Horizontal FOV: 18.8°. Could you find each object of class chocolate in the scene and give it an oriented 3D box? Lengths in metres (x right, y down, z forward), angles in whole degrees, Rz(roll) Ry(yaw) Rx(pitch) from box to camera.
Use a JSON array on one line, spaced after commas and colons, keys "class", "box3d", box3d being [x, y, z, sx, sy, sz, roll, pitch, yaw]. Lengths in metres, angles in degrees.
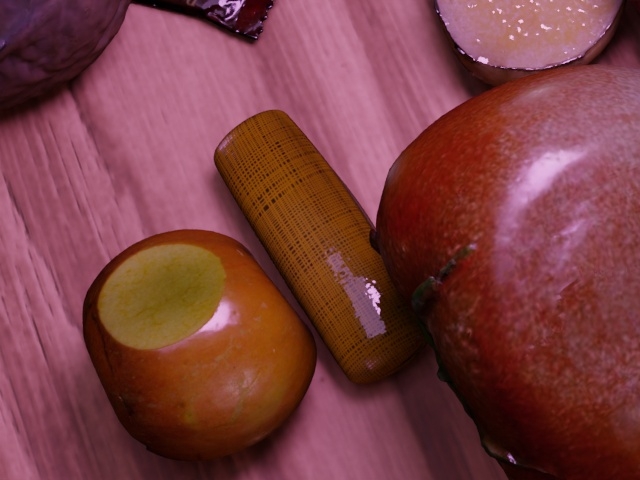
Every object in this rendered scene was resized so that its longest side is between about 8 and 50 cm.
[{"class": "chocolate", "box3d": [-0.115, -0.221, 1.582, 0.182, 0.028, 0.086, 20, 75, 18]}]

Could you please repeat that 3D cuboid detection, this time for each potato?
[{"class": "potato", "box3d": [0.155, -0.205, 1.491, 0.164, 0.081, 0.200, 1, 69, 3]}]

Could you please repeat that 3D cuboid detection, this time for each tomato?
[{"class": "tomato", "box3d": [0.181, 0.032, 1.261, 0.239, 0.303, 0.303, -30, 64, 0]}]

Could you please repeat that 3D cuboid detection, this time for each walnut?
[{"class": "walnut", "box3d": [-0.254, -0.190, 1.518, 0.230, 0.178, 0.178, -33, 64, 7]}]

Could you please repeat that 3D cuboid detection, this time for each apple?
[{"class": "apple", "box3d": [-0.083, 0.074, 1.379, 0.147, 0.146, 0.163, -25, 50, 3]}]

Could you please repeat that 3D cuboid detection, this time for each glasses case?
[{"class": "glasses case", "box3d": [0.000, 0.000, 1.440, 0.079, 0.064, 0.234, -35, 65, 4]}]

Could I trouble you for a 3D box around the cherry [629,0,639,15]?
[{"class": "cherry", "box3d": [0.331, -0.214, 1.384, 0.300, 0.203, 0.230, 23, 85, 9]}]
